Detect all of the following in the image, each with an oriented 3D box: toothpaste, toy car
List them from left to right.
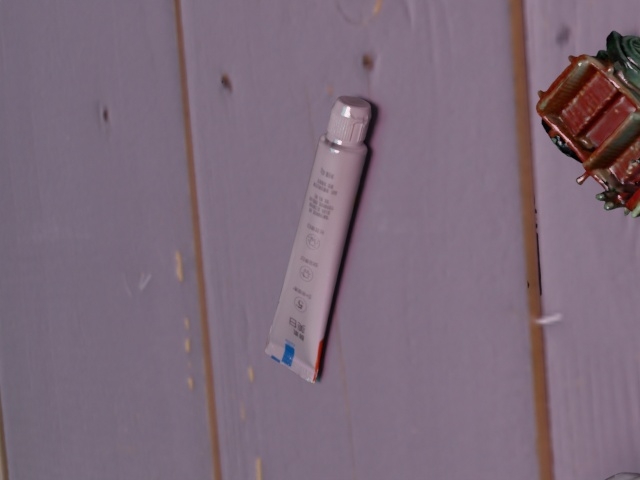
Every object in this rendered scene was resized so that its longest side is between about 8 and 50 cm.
[{"bbox_3d":[0.000,0.000,0.796,0.048,0.031,0.190,29,117,32],"label":"toothpaste"},{"bbox_3d":[0.171,-0.034,0.625,0.073,0.054,0.143,-50,64,35],"label":"toy car"}]

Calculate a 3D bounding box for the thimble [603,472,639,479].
[{"bbox_3d":[0.167,0.219,0.566,0.172,0.205,0.250,39,136,37],"label":"thimble"}]
